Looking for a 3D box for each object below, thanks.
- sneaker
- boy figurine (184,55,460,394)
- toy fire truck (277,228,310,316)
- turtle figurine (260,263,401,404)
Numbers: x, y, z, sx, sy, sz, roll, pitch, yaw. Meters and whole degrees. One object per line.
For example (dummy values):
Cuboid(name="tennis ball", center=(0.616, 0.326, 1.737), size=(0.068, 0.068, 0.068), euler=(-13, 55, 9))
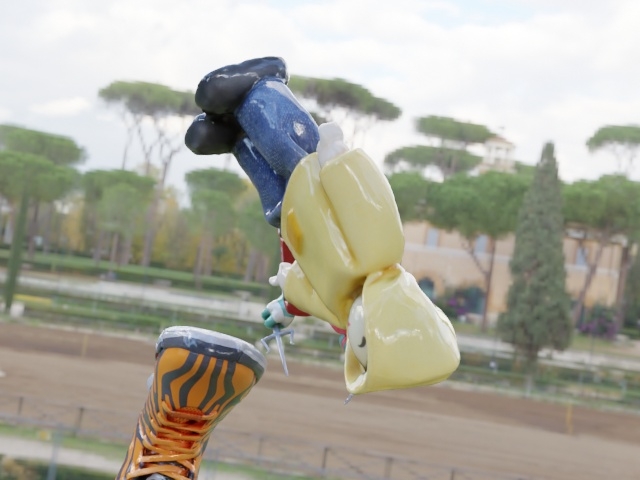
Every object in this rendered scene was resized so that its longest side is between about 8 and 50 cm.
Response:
Cuboid(name="sneaker", center=(-0.148, 0.216, 1.229), size=(0.125, 0.180, 0.321), euler=(16, -26, -6))
Cuboid(name="boy figurine", center=(0.000, 0.000, 0.838), size=(0.092, 0.285, 0.177), euler=(-16, -28, -30))
Cuboid(name="toy fire truck", center=(-0.025, -0.028, 1.112), size=(0.047, 0.192, 0.135), euler=(-5, 8, -6))
Cuboid(name="turtle figurine", center=(0.036, 0.078, 1.244), size=(0.175, 0.234, 0.118), euler=(34, -55, -20))
